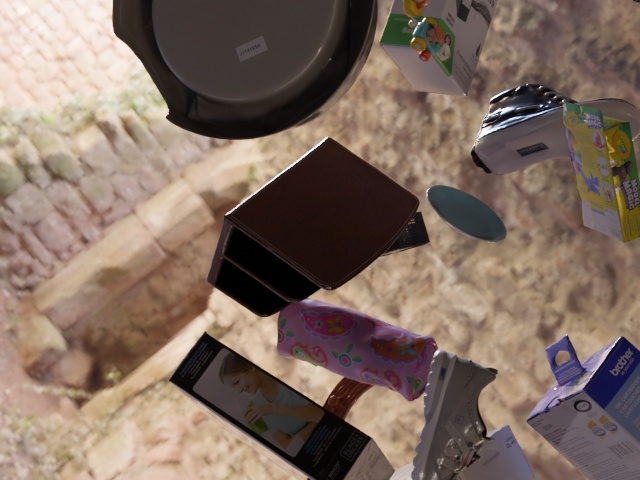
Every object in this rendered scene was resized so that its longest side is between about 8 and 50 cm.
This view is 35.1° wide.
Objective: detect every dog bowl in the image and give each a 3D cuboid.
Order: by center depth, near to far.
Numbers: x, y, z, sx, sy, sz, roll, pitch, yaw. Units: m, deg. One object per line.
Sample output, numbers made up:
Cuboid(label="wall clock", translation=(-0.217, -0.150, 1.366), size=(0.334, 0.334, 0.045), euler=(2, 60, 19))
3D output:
Cuboid(label="dog bowl", translation=(-0.086, -0.292, 1.282), size=(0.348, 0.349, 0.102), euler=(51, 12, 14))

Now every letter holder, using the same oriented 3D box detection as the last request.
Cuboid(label="letter holder", translation=(0.000, 0.000, 1.645), size=(0.214, 0.302, 0.152), euler=(34, -47, 14))

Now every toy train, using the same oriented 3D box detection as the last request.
Cuboid(label="toy train", translation=(0.186, -0.376, 1.642), size=(0.046, 0.125, 0.166), euler=(-4, -80, 44))

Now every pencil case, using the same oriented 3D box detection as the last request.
Cuboid(label="pencil case", translation=(0.058, 0.185, 1.750), size=(0.284, 0.124, 0.124), euler=(15, -22, 24))

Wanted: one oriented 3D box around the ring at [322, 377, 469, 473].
Cuboid(label="ring", translation=(0.127, 0.358, 1.893), size=(0.336, 0.336, 0.032), euler=(48, 3, 42))

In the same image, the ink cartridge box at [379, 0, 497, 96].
Cuboid(label="ink cartridge box", translation=(0.247, -0.463, 2.003), size=(0.122, 0.289, 0.211), euler=(13, -12, 31))

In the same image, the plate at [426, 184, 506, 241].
Cuboid(label="plate", translation=(0.300, -0.050, 2.100), size=(0.188, 0.024, 0.188), euler=(22, 29, -13))

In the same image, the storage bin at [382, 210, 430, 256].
Cuboid(label="storage bin", translation=(0.172, -0.010, 2.484), size=(0.180, 0.122, 0.084), euler=(-9, 83, -53))

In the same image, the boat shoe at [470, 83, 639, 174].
Cuboid(label="boat shoe", translation=(0.439, -0.237, 1.882), size=(0.341, 0.158, 0.127), euler=(-10, -40, 40))

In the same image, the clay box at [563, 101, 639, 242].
Cuboid(label="clay box", translation=(0.458, -0.118, 1.633), size=(0.127, 0.053, 0.222), euler=(-139, -148, -68))

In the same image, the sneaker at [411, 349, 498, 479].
Cuboid(label="sneaker", translation=(0.205, 0.314, 1.543), size=(0.115, 0.281, 0.105), euler=(9, 4, 11))

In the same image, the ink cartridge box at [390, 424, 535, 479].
Cuboid(label="ink cartridge box", translation=(0.244, 0.509, 2.050), size=(0.226, 0.306, 0.131), euler=(-19, 80, -49))

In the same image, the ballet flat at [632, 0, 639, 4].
Cuboid(label="ballet flat", translation=(0.544, -0.540, 1.622), size=(0.108, 0.106, 0.316), euler=(18, -67, 29))

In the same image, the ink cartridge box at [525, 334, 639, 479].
Cuboid(label="ink cartridge box", translation=(0.565, 0.349, 1.871), size=(0.395, 0.151, 0.270), euler=(41, -25, 5))

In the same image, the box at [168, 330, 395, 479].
Cuboid(label="box", translation=(-0.052, 0.254, 1.381), size=(0.290, 0.087, 0.169), euler=(29, -16, 26))
